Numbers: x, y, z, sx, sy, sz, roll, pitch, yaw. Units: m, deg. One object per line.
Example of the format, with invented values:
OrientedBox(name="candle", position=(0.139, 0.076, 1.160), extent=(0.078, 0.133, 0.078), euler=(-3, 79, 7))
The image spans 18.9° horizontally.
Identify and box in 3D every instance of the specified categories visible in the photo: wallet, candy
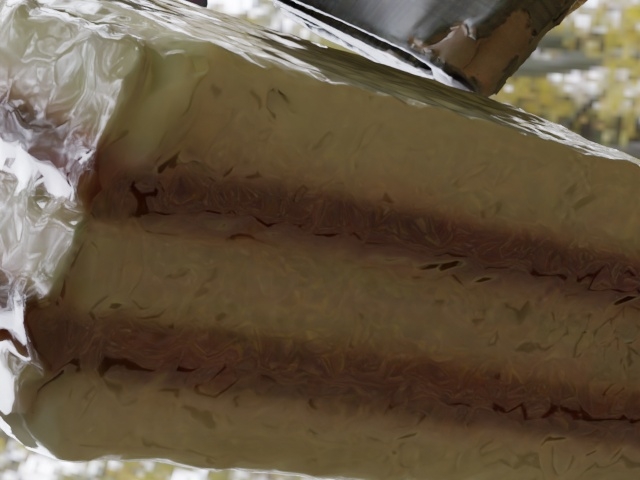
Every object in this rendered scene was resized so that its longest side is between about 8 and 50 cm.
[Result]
OrientedBox(name="wallet", position=(0.121, -0.210, 0.963), extent=(0.317, 0.169, 0.044), euler=(-49, -45, -9))
OrientedBox(name="candy", position=(0.000, 0.000, 0.680), extent=(0.320, 0.179, 0.135), euler=(11, -79, -37))

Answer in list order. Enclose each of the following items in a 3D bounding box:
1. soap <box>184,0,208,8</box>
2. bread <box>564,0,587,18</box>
OrientedBox(name="soap", position=(-0.160, -0.162, 0.992), extent=(0.109, 0.192, 0.324), euler=(21, -125, -75))
OrientedBox(name="bread", position=(0.113, -0.178, 1.097), extent=(0.114, 0.190, 0.132), euler=(48, -125, -8))
